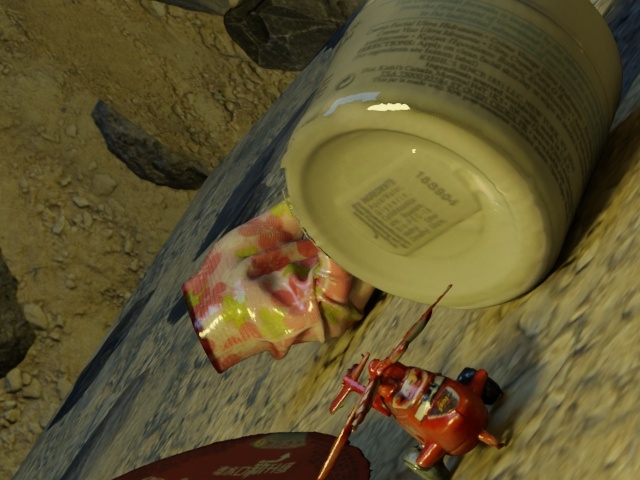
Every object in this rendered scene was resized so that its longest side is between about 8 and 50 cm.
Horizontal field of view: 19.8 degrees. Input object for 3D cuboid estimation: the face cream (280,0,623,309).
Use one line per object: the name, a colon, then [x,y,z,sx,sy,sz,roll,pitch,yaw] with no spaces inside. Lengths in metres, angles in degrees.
face cream: [0.082,-0.067,1.119,0.177,0.177,0.153,-45,13,50]

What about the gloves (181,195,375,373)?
gloves: [0.005,0.011,1.498,0.241,0.126,0.145,-25,4,1]

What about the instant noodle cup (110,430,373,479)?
instant noodle cup: [-0.082,0.211,1.053,0.274,0.091,0.274,-20,14,5]

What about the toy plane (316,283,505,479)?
toy plane: [0.044,0.099,1.027,0.126,0.077,0.194,-57,6,-29]
